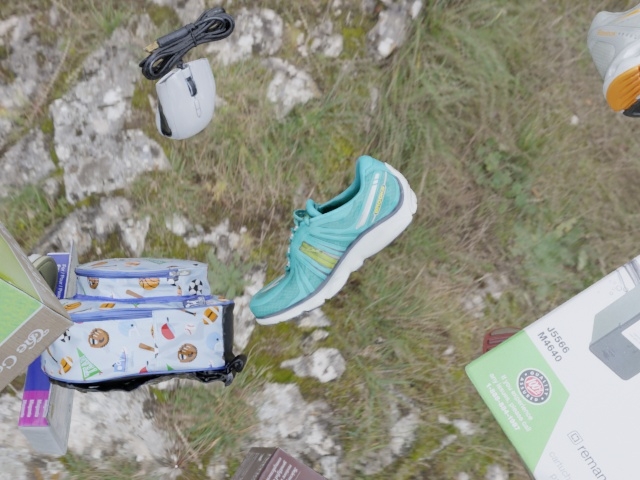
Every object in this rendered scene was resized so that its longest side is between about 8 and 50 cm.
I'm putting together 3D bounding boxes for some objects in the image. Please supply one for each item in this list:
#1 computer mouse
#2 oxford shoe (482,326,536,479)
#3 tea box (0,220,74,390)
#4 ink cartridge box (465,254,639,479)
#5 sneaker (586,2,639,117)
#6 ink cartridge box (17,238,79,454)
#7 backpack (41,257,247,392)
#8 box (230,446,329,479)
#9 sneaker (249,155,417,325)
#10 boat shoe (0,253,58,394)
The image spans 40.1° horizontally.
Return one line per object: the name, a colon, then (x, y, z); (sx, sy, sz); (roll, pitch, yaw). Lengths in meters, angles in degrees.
computer mouse: (-0.140, -0.162, 0.948); (0.106, 0.193, 0.042); (-36, 74, -20)
oxford shoe: (0.323, 0.274, 1.350); (0.122, 0.130, 0.348); (-6, 35, -2)
tea box: (-0.379, -0.034, 0.517); (0.220, 0.323, 0.329); (-44, 59, -4)
ink cartridge box: (0.293, 0.122, 0.738); (0.272, 0.115, 0.198); (-34, 66, 4)
sneaker: (0.376, -0.226, 0.828); (0.262, 0.099, 0.121); (-23, 54, 10)
ink cartridge box: (-0.494, 0.202, 1.617); (0.071, 0.330, 0.324); (5, 65, -7)
backpack: (-0.279, 0.128, 1.296); (0.263, 0.276, 0.213); (-11, 90, -31)
box: (-0.068, 0.450, 1.431); (0.167, 0.203, 0.168); (36, 70, -6)
sneaker: (0.000, 0.000, 1.164); (0.110, 0.107, 0.275); (42, 100, -20)
boat shoe: (-0.551, 0.141, 1.484); (0.103, 0.113, 0.302); (8, 50, 16)
